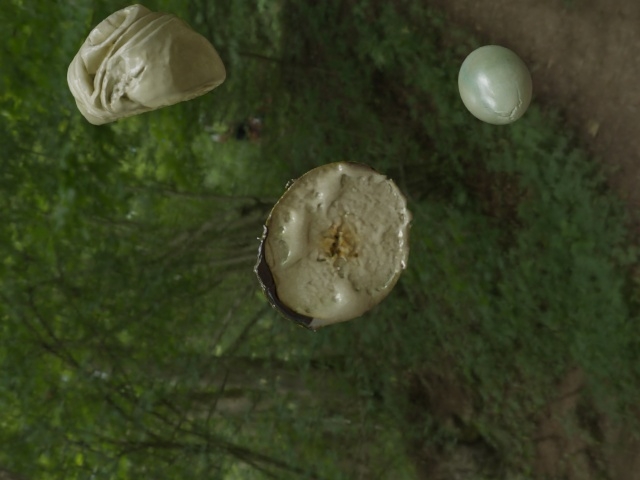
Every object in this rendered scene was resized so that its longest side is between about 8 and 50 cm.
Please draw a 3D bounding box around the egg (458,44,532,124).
[{"bbox_3d":[0.283,-0.250,1.293,0.114,0.114,0.152,103,163,-45],"label":"egg"}]

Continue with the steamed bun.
[{"bbox_3d":[-0.370,-0.365,1.633,0.276,0.289,0.203,-27,-74,-39],"label":"steamed bun"}]

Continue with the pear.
[{"bbox_3d":[0.002,-0.001,1.256,0.178,0.266,0.267,-155,79,-69],"label":"pear"}]
